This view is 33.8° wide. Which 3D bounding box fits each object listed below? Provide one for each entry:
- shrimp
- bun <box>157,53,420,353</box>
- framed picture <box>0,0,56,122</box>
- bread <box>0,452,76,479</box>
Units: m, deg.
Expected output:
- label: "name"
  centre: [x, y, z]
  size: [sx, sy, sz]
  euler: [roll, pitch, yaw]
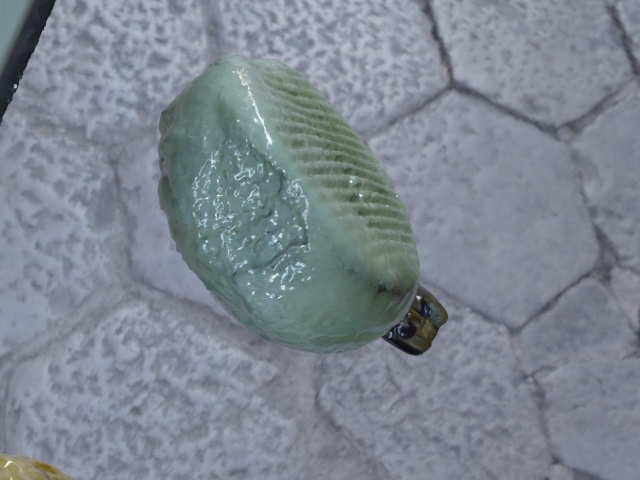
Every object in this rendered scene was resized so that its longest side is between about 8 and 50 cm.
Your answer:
- label: "shrimp"
  centre: [-0.001, 0.001, 0.894]
  size: [0.253, 0.173, 0.058]
  euler: [42, 88, -23]
- label: "bun"
  centre: [-0.023, -0.018, 0.676]
  size: [0.221, 0.108, 0.221]
  euler: [48, 19, -23]
- label: "framed picture"
  centre: [-0.271, -0.178, 0.472]
  size: [0.323, 0.244, 0.013]
  euler: [23, 27, -20]
- label: "bread"
  centre: [-0.241, 0.248, 0.719]
  size: [0.244, 0.134, 0.245]
  euler: [14, 59, -24]
